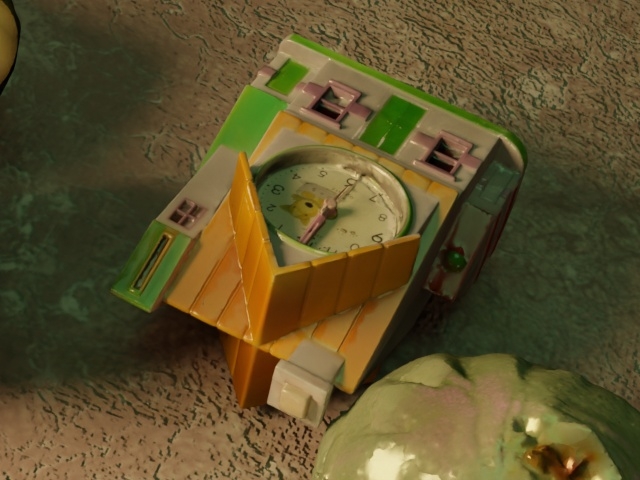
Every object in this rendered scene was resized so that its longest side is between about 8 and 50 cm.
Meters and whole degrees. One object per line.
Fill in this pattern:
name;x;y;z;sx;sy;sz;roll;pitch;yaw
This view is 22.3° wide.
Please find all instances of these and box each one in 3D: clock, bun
clock;0.000;0.000;1.284;0.235;0.166;0.309;25;45;11
bun;0.134;0.184;1.134;0.293;0.187;0.293;5;46;-5

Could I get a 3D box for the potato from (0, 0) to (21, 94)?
potato;-0.409;-0.193;1.352;0.285;0.242;0.242;-16;52;-15
